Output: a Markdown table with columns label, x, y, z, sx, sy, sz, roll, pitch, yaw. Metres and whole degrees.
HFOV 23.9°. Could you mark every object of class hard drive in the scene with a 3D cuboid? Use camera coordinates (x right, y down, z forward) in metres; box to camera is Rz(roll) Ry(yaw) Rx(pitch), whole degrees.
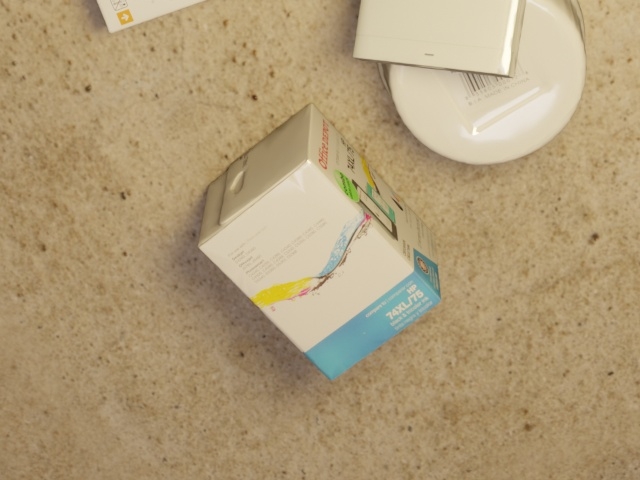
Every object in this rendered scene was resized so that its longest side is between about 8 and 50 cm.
| label | x | y | z | sx | sy | sz | roll | pitch | yaw |
| --- | --- | --- | --- | --- | --- | --- | --- | --- | --- |
| hard drive | 0.158 | -0.359 | 1.812 | 0.203 | 0.040 | 0.308 | 10 | 93 | 25 |

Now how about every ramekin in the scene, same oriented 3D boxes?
| label | x | y | z | sx | sy | sz | roll | pitch | yaw |
| --- | --- | --- | --- | --- | --- | --- | --- | --- | --- |
| ramekin | 0.210 | -0.231 | 1.939 | 0.277 | 0.135 | 0.277 | 0 | 117 | 1 |

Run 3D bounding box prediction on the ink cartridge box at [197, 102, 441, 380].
| label | x | y | z | sx | sy | sz | roll | pitch | yaw |
| --- | --- | --- | --- | --- | --- | --- | --- | --- | --- |
| ink cartridge box | 0.000 | 0.000 | 2.024 | 0.197 | 0.198 | 0.270 | -37 | 111 | 18 |

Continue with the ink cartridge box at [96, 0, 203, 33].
| label | x | y | z | sx | sy | sz | roll | pitch | yaw |
| --- | --- | --- | --- | --- | --- | --- | --- | --- | --- |
| ink cartridge box | -0.177 | -0.447 | 1.874 | 0.307 | 0.072 | 0.304 | -19 | 114 | 5 |
